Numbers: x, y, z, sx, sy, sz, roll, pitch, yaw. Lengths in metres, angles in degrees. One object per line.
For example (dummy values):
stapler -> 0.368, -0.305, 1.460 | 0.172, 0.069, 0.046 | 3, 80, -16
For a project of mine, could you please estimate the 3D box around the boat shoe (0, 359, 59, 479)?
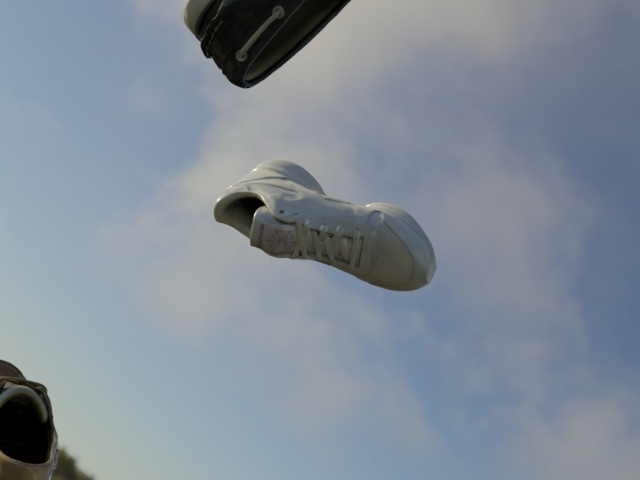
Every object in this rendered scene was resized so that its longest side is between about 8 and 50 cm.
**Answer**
boat shoe -> -0.153, 0.093, 0.628 | 0.050, 0.045, 0.135 | 12, 21, -27

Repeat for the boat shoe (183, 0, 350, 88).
boat shoe -> 0.021, -0.252, 1.128 | 0.091, 0.302, 0.114 | 54, 7, 17

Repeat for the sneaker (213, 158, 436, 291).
sneaker -> 0.000, 0.000, 1.584 | 0.305, 0.152, 0.114 | 24, -57, 28
